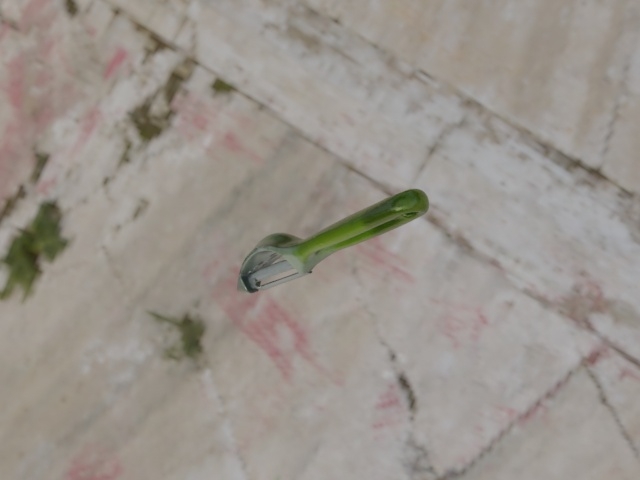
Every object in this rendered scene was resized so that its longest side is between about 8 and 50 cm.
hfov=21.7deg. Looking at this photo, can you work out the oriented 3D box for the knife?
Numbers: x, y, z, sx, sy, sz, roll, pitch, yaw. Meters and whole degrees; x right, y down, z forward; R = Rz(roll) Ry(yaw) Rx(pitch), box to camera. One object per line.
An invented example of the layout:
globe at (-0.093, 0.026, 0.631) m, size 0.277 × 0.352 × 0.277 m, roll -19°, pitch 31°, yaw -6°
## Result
knife at (0.000, 0.000, 0.796) m, size 0.184 × 0.022 × 0.026 m, roll -23°, pitch 84°, yaw 59°
